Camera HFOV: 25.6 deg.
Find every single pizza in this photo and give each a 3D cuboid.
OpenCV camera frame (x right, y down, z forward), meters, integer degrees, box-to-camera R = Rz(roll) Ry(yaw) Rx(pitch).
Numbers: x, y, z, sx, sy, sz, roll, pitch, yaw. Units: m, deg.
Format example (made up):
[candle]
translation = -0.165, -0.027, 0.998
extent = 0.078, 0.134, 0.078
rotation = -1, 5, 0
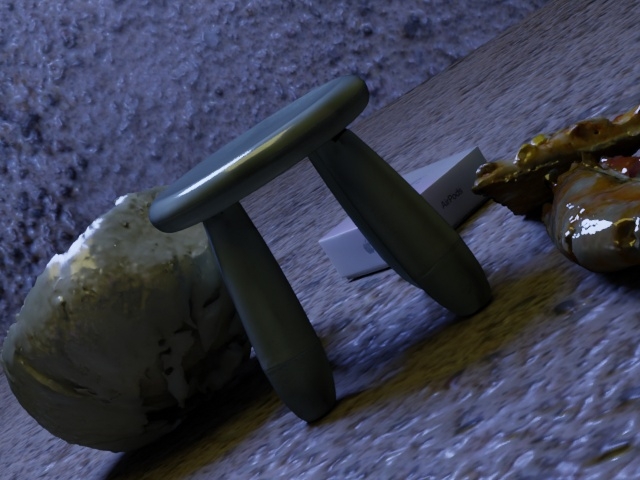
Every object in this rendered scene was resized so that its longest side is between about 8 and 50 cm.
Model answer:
[pizza]
translation = 0.174, -0.058, 1.126
extent = 0.176, 0.036, 0.184
rotation = -14, -15, -29

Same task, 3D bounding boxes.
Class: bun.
[bun]
translation = -0.144, 0.080, 1.235
extent = 0.259, 0.152, 0.259
rotation = -45, -20, -21

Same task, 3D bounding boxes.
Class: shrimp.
[shrimp]
translation = 0.219, -0.032, 0.958
extent = 0.154, 0.062, 0.294
rotation = -21, 12, -2

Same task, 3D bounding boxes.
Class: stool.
[stool]
translation = 0.000, 0.000, 1.089
extent = 0.195, 0.199, 0.195
rotation = -36, 8, -3

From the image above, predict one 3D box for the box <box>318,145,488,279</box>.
[box]
translation = 0.087, -0.025, 1.367
extent = 0.130, 0.051, 0.129
rotation = -40, 11, -35
